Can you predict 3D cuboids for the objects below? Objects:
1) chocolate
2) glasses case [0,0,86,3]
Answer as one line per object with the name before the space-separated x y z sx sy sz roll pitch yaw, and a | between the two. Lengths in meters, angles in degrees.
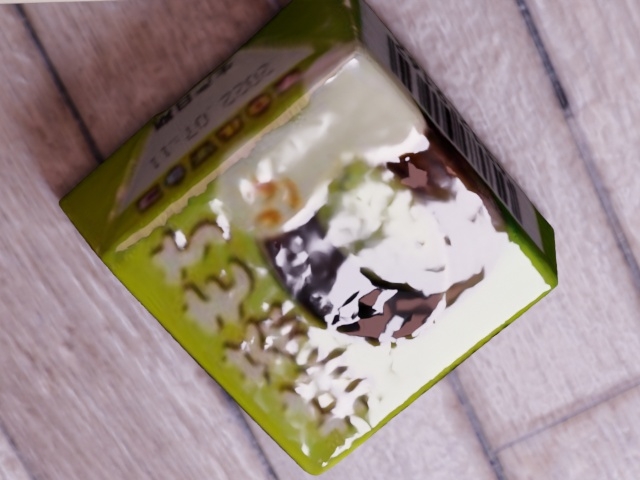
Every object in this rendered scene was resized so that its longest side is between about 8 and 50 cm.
chocolate | 0.000 0.000 1.541 0.289 0.137 0.301 -39 111 8
glasses case | -0.200 -0.243 1.450 0.313 0.070 0.131 -3 111 -9
